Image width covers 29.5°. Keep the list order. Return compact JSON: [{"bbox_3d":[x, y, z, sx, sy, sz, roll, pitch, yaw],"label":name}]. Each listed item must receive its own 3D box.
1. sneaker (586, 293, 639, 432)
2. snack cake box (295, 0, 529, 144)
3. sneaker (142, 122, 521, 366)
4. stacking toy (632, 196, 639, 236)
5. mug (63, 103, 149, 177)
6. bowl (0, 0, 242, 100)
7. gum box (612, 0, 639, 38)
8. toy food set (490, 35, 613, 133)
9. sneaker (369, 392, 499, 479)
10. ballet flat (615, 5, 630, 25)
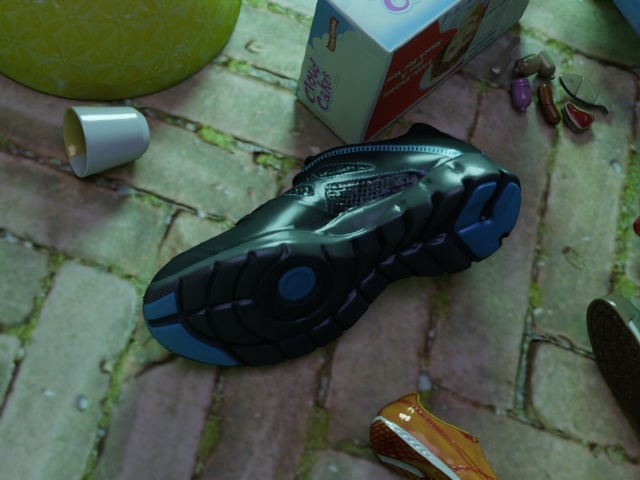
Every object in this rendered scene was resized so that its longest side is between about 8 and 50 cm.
[{"bbox_3d":[0.312,0.128,1.066,0.086,0.064,0.192,-15,66,-28],"label":"sneaker"},{"bbox_3d":[0.104,-0.221,1.152,0.089,0.152,0.264,43,61,13],"label":"snack cake box"},{"bbox_3d":[0.000,0.000,1.050,0.341,0.125,0.139,-20,41,-19],"label":"sneaker"},{"bbox_3d":[0.452,-0.061,1.199,0.309,0.130,0.279,19,34,-5],"label":"stacking toy"},{"bbox_3d":[-0.189,-0.098,1.074,0.064,0.062,0.078,-12,72,-27],"label":"mug"},{"bbox_3d":[-0.204,-0.289,1.118,0.290,0.156,0.289,5,62,-10],"label":"bowl"},{"bbox_3d":[0.353,-0.282,1.260,0.184,0.041,0.157,-12,64,-41],"label":"gum box"},{"bbox_3d":[0.228,-0.147,1.218,0.122,0.019,0.078,37,61,-1],"label":"toy food set"},{"bbox_3d":[0.120,0.191,0.985,0.175,0.064,0.067,46,52,10],"label":"sneaker"},{"bbox_3d":[0.305,-0.284,1.301,0.057,0.049,0.173,8,50,-59],"label":"ballet flat"}]
